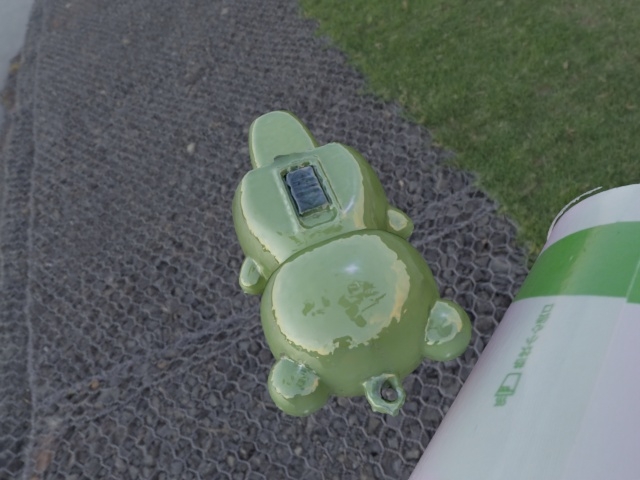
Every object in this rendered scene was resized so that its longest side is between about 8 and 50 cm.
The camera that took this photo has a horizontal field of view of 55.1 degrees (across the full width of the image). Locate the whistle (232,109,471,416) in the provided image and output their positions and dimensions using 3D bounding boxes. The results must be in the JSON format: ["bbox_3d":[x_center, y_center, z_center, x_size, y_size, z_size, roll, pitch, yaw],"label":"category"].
[{"bbox_3d":[0.000,0.000,0.445,0.131,0.106,0.288,-20,49,-3],"label":"whistle"}]

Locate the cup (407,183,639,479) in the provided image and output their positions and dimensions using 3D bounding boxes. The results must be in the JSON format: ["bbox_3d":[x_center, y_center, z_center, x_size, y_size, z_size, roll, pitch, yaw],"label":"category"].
[{"bbox_3d":[0.203,0.118,0.390,0.253,0.253,0.274,12,54,33],"label":"cup"}]
